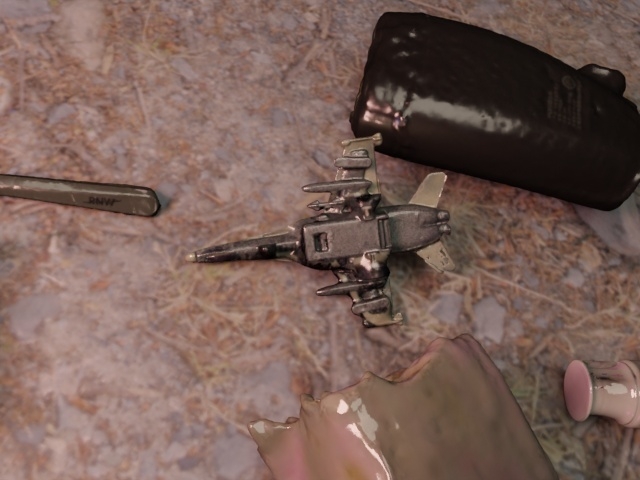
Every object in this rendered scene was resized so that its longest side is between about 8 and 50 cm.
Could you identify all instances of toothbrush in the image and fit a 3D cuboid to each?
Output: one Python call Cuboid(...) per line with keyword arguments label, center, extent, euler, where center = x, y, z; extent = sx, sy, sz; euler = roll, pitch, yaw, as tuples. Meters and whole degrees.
Cuboid(label="toothbrush", center=(-0.303, -0.053, 0.562), extent=(0.297, 0.030, 0.030), euler=(6, 90, -12))

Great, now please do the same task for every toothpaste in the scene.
Cuboid(label="toothpaste", center=(0.408, 0.156, 0.579), extent=(0.323, 0.066, 0.100), euler=(4, 47, -2))

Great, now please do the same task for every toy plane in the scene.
Cuboid(label="toy plane", center=(0.002, 0.001, 0.575), extent=(0.262, 0.088, 0.192), euler=(-9, 95, -13))

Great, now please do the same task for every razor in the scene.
Cuboid(label="razor", center=(0.203, -0.149, 0.679), extent=(0.327, 0.107, 0.189), euler=(15, 64, -6))

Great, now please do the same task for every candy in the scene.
Cuboid(label="candy", center=(0.074, 0.189, 0.451), extent=(0.185, 0.137, 0.195), euler=(-11, 66, -38))
